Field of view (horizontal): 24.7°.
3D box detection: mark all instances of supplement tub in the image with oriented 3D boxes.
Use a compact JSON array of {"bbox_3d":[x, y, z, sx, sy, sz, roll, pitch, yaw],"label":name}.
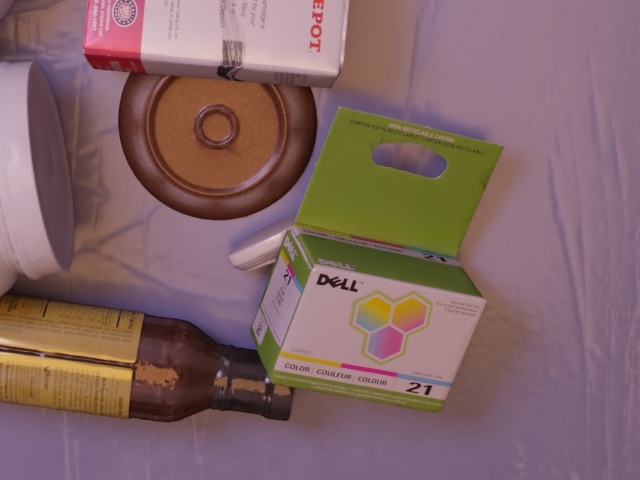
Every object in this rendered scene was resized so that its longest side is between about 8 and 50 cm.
[{"bbox_3d":[-0.406,-0.046,1.343,0.325,0.235,0.235,-8,102,0],"label":"supplement tub"}]

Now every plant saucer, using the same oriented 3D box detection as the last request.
[{"bbox_3d":[-0.102,-0.114,1.441,0.199,0.036,0.198,0,101,-2],"label":"plant saucer"}]

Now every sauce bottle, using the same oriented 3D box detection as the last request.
[{"bbox_3d":[-0.195,0.124,1.449,0.344,0.111,0.111,10,101,-4],"label":"sauce bottle"}]

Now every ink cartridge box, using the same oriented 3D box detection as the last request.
[{"bbox_3d":[-0.092,-0.240,1.364,0.237,0.100,0.172,5,87,-3],"label":"ink cartridge box"},{"bbox_3d":[0.065,0.021,1.398,0.189,0.097,0.255,12,114,-21],"label":"ink cartridge box"}]

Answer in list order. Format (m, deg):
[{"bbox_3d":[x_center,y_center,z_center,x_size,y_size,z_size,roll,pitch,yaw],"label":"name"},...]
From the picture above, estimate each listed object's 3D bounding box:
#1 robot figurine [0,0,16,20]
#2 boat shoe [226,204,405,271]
[{"bbox_3d":[-0.414,-0.265,1.303,0.353,0.200,0.300,-9,61,-2],"label":"robot figurine"},{"bbox_3d":[0.000,0.000,1.459,0.184,0.066,0.063,-23,101,-7],"label":"boat shoe"}]
